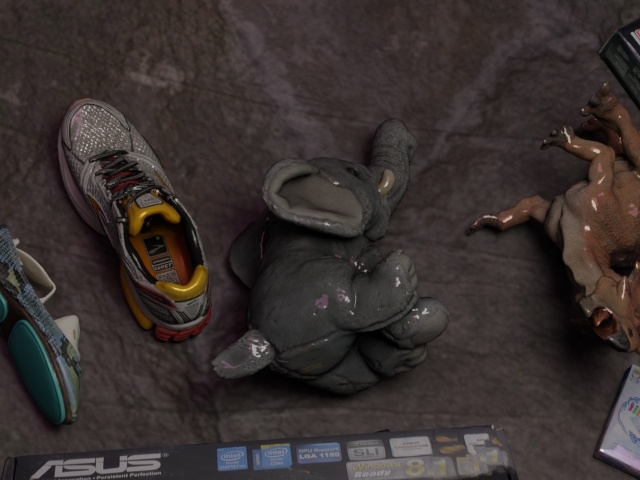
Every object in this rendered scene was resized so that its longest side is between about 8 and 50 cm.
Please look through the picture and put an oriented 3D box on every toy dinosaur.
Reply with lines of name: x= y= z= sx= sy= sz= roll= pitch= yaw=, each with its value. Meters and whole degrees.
toy dinosaur: x=0.276 y=-0.017 z=1.512 sx=0.200 sy=0.127 sz=0.295 roll=44 pitch=61 yaw=10

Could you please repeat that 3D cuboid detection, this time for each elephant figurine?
elephant figurine: x=0.000 y=0.000 z=1.446 sx=0.169 sy=0.186 sz=0.239 roll=-32 pitch=57 yaw=22

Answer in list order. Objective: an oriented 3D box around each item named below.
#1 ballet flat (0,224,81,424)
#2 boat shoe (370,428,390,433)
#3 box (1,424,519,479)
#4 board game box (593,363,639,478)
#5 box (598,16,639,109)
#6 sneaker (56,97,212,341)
ballet flat: x=-0.234 y=0.062 z=1.403 sx=0.070 sy=0.070 sz=0.188 roll=-29 pitch=78 yaw=-22
boat shoe: x=0.066 y=0.217 z=1.401 sx=0.042 sy=0.049 sz=0.133 roll=-20 pitch=67 yaw=-11
box: x=-0.037 y=0.267 z=1.212 sx=0.395 sy=0.097 sz=0.318 roll=-3 pitch=28 yaw=-2
board game box: x=0.294 y=0.167 z=1.487 sx=0.090 sy=0.020 sz=0.090 roll=27 pitch=63 yaw=1
box: x=0.400 y=-0.139 z=1.629 sx=0.175 sy=0.051 sz=0.220 roll=-28 pitch=75 yaw=-21
sneaker: x=-0.149 y=-0.030 z=1.442 sx=0.088 sy=0.093 sz=0.225 roll=-25 pitch=73 yaw=-21
